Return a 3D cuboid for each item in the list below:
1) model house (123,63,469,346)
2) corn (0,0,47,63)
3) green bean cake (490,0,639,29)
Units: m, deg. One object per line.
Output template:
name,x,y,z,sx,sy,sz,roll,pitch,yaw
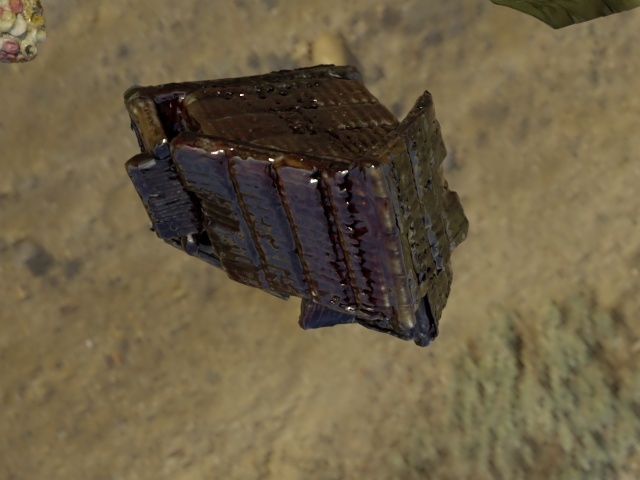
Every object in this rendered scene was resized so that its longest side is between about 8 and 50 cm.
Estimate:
model house,0.000,0.000,1.603,0.297,0.282,0.317,-23,126,-17
corn,-0.272,-0.176,1.021,0.237,0.079,0.079,25,117,-15
green bean cake,0.196,-0.225,0.971,0.233,0.236,0.124,-34,97,-7
